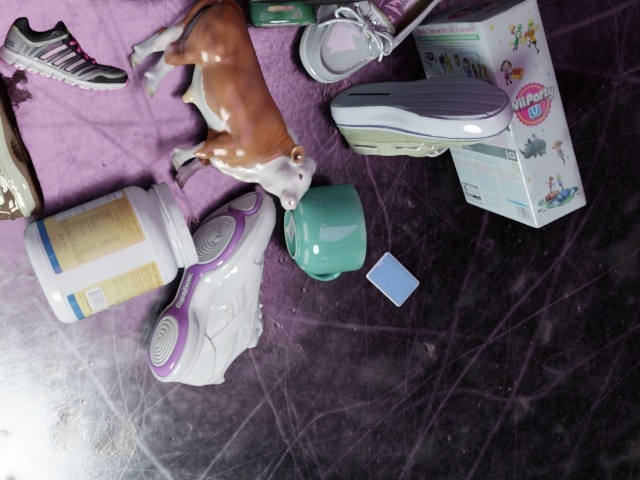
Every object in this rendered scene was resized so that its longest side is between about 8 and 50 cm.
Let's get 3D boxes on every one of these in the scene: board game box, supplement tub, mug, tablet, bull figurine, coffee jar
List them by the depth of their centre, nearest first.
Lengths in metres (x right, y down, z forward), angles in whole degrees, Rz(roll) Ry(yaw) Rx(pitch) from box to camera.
[{"bbox_3d":[-0.281,0.012,1.141,0.199,0.144,0.144,-22,108,-14],"label":"supplement tub"},{"bbox_3d":[-0.055,-0.389,1.161,0.096,0.079,0.184,-1,103,7],"label":"coffee jar"},{"bbox_3d":[-0.131,-0.174,1.170,0.188,0.101,0.310,-22,97,-12],"label":"bull figurine"},{"bbox_3d":[0.260,-0.191,1.245,0.097,0.224,0.303,-26,110,-12],"label":"board game box"},{"bbox_3d":[0.002,-0.002,1.247,0.097,0.129,0.158,-6,104,-15],"label":"mug"},{"bbox_3d":[0.118,0.063,1.369,0.083,0.006,0.054,43,86,-23],"label":"tablet"}]

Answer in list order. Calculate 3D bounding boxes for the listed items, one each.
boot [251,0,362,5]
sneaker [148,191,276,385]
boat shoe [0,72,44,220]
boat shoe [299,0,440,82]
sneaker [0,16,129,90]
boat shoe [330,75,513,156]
[{"bbox_3d":[-0.013,-0.437,1.045,0.264,0.096,0.280,-17,109,-50],"label":"boot"},{"bbox_3d":[-0.137,0.073,1.245,0.152,0.114,0.305,26,91,-44],"label":"sneaker"},{"bbox_3d":[-0.440,-0.142,1.081,0.095,0.095,0.257,-17,107,-9],"label":"boat shoe"},{"bbox_3d":[0.104,-0.350,1.219,0.320,0.103,0.118,-40,111,-7],"label":"boat shoe"},{"bbox_3d":[-0.332,-0.247,1.109,0.170,0.063,0.075,14,103,-17],"label":"sneaker"},{"bbox_3d":[0.144,-0.167,1.187,0.109,0.302,0.094,-44,126,-28],"label":"boat shoe"}]
